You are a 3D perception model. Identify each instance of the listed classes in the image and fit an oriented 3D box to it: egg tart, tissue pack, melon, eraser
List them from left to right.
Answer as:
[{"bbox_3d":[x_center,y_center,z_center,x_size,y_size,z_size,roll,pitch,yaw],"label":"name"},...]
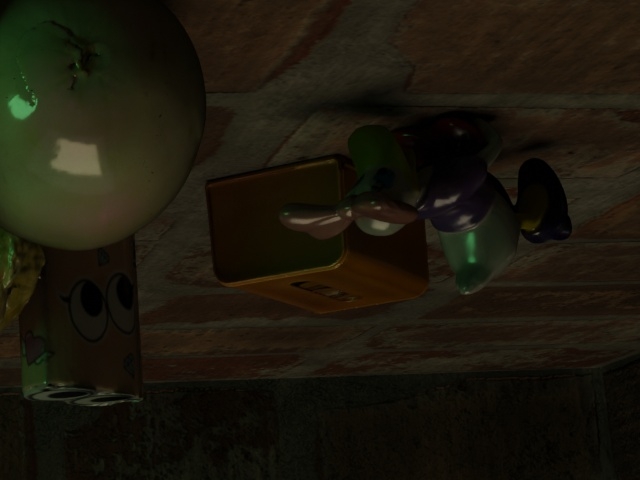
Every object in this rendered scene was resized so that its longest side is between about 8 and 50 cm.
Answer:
[{"bbox_3d":[-0.376,0.011,1.811,0.095,0.279,0.279,8,162,-36],"label":"egg tart"},{"bbox_3d":[-0.211,-0.107,1.445,0.223,0.223,0.317,-2,168,-13],"label":"melon"},{"bbox_3d":[-0.273,0.031,1.877,0.087,0.291,0.171,-12,165,27],"label":"eraser"},{"bbox_3d":[0.000,0.000,2.183,0.194,0.145,0.274,-9,166,25],"label":"tissue pack"}]

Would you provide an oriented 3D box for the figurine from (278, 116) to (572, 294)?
[{"bbox_3d":[0.133,-0.040,1.940,0.154,0.193,0.421,-10,162,38],"label":"figurine"}]
